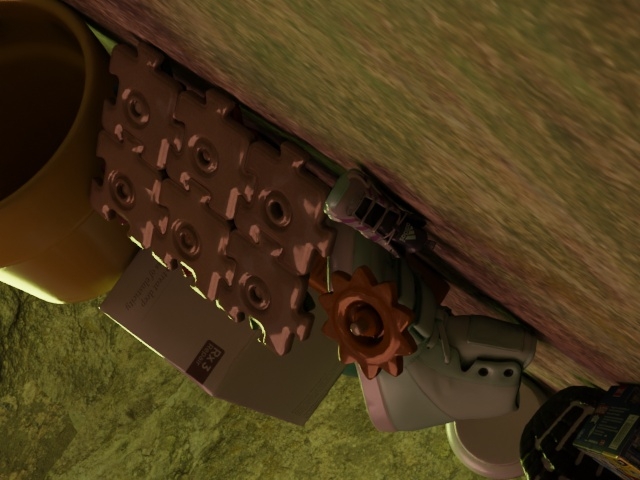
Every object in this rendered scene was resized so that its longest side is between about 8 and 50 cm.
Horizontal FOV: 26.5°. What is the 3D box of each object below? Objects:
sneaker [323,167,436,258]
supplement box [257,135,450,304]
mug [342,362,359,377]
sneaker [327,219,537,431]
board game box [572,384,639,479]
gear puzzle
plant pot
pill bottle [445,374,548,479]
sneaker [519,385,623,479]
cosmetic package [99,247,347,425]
[{"bbox_3d":[0.046,-0.013,0.905,0.069,0.038,0.098,33,-175,21],"label":"sneaker"},{"bbox_3d":[0.000,0.000,1.181,0.233,0.080,0.078,40,173,-25],"label":"supplement box"},{"bbox_3d":[0.043,0.088,1.700,0.130,0.097,0.157,12,-153,-13],"label":"mug"},{"bbox_3d":[0.094,0.052,1.099,0.151,0.094,0.256,-7,133,14],"label":"sneaker"},{"bbox_3d":[0.286,0.180,0.955,0.194,0.060,0.194,35,177,4],"label":"board game box"},{"bbox_3d":[-0.048,-0.017,1.039,0.339,0.175,0.044,36,-141,28],"label":"gear puzzle"},{"bbox_3d":[-0.271,-0.062,1.264,0.254,0.254,0.239,34,167,32],"label":"plant pot"},{"bbox_3d":[0.218,0.224,1.650,0.131,0.131,0.229,35,177,13],"label":"pill bottle"},{"bbox_3d":[0.283,0.233,1.143,0.121,0.111,0.300,43,180,-44],"label":"sneaker"},{"bbox_3d":[-0.057,0.060,1.446,0.156,0.217,0.385,35,175,18],"label":"cosmetic package"}]
